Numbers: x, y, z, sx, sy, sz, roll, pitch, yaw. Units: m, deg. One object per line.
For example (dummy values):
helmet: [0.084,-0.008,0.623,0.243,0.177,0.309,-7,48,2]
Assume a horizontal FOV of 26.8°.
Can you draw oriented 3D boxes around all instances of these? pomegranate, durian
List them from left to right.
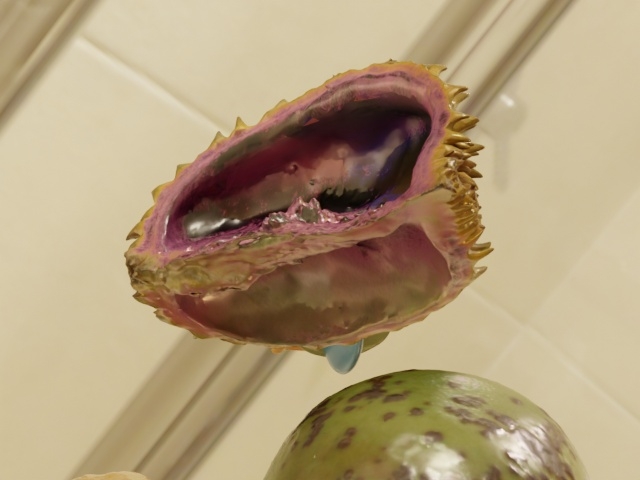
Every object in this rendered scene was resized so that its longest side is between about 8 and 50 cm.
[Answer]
durian: [0.007,-0.004,0.856,0.260,0.154,0.187,-3,-50,28]
pomegranate: [0.085,0.174,0.629,0.247,0.214,0.214,5,-3,15]

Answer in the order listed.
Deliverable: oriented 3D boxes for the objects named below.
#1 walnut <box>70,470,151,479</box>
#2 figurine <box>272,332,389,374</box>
walnut: [-0.158,0.249,0.964,0.159,0.159,0.207,38,1,-8]
figurine: [0.023,-0.001,1.281,0.153,0.262,0.180,-15,43,-43]
